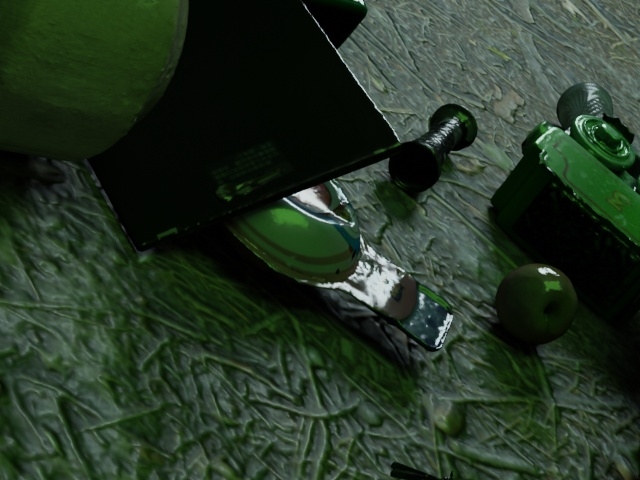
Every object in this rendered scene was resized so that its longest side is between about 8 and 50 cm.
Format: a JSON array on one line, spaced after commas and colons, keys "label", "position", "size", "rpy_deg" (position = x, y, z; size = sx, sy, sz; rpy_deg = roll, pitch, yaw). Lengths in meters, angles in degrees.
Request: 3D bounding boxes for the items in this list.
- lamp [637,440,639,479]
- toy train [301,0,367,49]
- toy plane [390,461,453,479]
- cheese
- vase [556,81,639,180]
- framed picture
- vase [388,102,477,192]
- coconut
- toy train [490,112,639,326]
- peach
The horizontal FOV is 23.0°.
[{"label": "lamp", "position": [0.406, 0.252, 1.403], "size": [0.177, 0.177, 0.274], "rpy_deg": [-7, 52, -53]}, {"label": "toy train", "position": [-0.116, -0.315, 1.678], "size": [0.429, 0.178, 0.249], "rpy_deg": [6, 53, -42]}, {"label": "toy plane", "position": [0.122, 0.213, 1.279], "size": [0.145, 0.037, 0.060], "rpy_deg": [10, 27, -34]}, {"label": "cheese", "position": [0.000, 0.000, 1.422], "size": [0.286, 0.074, 0.189], "rpy_deg": [37, 29, -2]}, {"label": "vase", "position": [0.350, -0.124, 1.993], "size": [0.096, 0.096, 0.219], "rpy_deg": [28, 26, -16]}, {"label": "framed picture", "position": [-0.114, -0.155, 1.433], "size": [0.255, 0.014, 0.338], "rpy_deg": [-22, 55, -17]}, {"label": "vase", "position": [0.126, -0.104, 1.739], "size": [0.059, 0.059, 0.167], "rpy_deg": [39, 27, 3]}, {"label": "coconut", "position": [-0.250, -0.190, 1.255], "size": [0.266, 0.237, 0.237], "rpy_deg": [10, 38, -50]}, {"label": "toy train", "position": [0.313, -0.029, 1.771], "size": [0.243, 0.132, 0.188], "rpy_deg": [42, 37, 10]}, {"label": "peach", "position": [0.214, 0.062, 1.565], "size": [0.083, 0.083, 0.083], "rpy_deg": [28, 29, -17]}]
